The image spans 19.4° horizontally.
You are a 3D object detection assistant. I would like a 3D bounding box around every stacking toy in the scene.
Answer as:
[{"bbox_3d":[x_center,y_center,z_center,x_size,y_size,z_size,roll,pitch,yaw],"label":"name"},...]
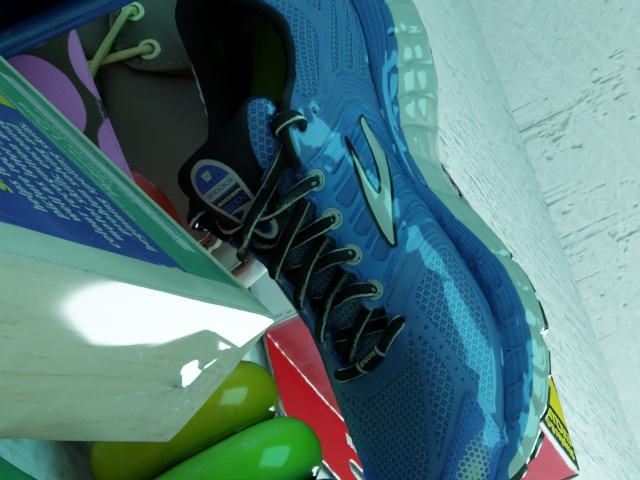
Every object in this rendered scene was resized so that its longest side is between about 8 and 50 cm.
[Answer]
[{"bbox_3d":[-0.055,0.113,0.884,0.330,0.141,0.141,60,13,10],"label":"stacking toy"}]

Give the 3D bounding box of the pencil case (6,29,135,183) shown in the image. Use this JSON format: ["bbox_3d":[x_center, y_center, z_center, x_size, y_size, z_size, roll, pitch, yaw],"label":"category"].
[{"bbox_3d":[-0.136,-0.048,0.840,0.095,0.098,0.209,114,-41,-54],"label":"pencil case"}]

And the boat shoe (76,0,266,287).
[{"bbox_3d":[-0.114,-0.111,1.058,0.096,0.116,0.324,35,28,-55],"label":"boat shoe"}]

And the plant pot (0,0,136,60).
[{"bbox_3d":[-0.173,-0.190,0.737,0.212,0.236,0.236,49,20,-64],"label":"plant pot"}]

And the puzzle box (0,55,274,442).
[{"bbox_3d":[-0.208,-0.103,0.463,0.409,0.052,0.272,42,6,18],"label":"puzzle box"}]

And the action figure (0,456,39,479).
[{"bbox_3d":[-0.093,0.165,0.741,0.232,0.063,0.137,51,17,-31],"label":"action figure"}]

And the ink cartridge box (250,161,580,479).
[{"bbox_3d":[0.069,0.072,1.375,0.309,0.130,0.272,51,20,-46],"label":"ink cartridge box"}]

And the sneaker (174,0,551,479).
[{"bbox_3d":[0.000,0.000,0.927,0.147,0.130,0.330,4,54,-40],"label":"sneaker"}]
